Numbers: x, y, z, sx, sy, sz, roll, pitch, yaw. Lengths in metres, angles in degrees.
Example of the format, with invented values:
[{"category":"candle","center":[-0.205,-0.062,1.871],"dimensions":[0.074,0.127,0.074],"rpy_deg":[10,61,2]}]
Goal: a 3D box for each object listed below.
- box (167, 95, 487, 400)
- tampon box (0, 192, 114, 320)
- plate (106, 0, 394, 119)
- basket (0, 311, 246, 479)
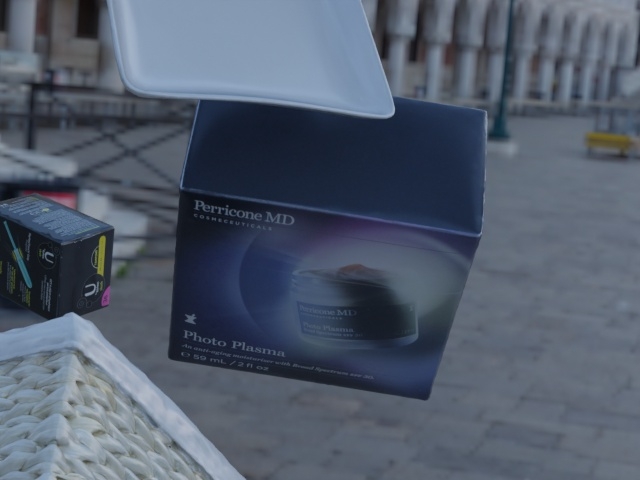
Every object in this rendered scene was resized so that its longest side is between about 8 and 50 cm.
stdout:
[{"category":"box","center":[0.000,0.000,1.528],"dimensions":[0.296,0.294,0.183],"rpy_deg":[9,50,-1]},{"category":"tampon box","center":[-0.372,0.021,1.984],"dimensions":[0.161,0.120,0.101],"rpy_deg":[23,27,32]},{"category":"plate","center":[-0.085,-0.227,1.327],"dimensions":[0.278,0.277,0.045],"rpy_deg":[2,-31,-34]},{"category":"basket","center":[-0.263,0.286,1.239],"dimensions":[0.328,0.266,0.331],"rpy_deg":[-17,-43,21]}]
